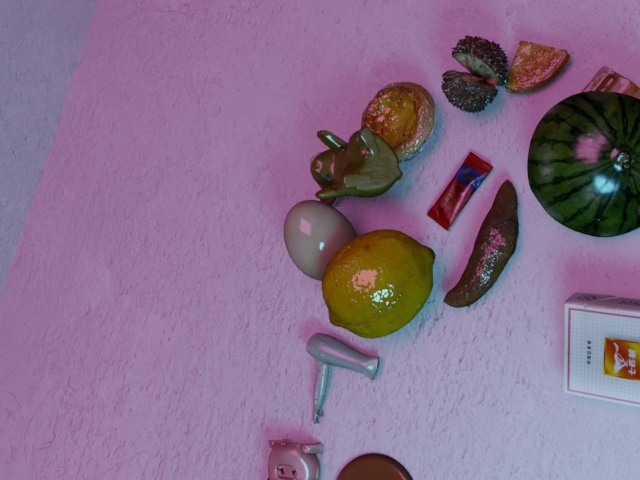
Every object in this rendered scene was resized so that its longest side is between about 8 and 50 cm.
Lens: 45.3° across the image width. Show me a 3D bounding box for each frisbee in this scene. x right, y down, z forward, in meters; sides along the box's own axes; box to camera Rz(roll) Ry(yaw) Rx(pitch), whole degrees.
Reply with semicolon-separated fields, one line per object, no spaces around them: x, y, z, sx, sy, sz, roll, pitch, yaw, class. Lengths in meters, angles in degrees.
0.132;0.655;1.896;0.251;0.021;0.251;-9;73;32;frisbee

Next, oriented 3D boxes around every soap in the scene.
0.641;-0.274;1.785;0.233;0.076;0.135;-52;56;12;soap

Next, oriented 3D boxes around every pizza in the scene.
0.537;-0.440;1.920;0.175;0.046;0.134;-18;69;28;pizza

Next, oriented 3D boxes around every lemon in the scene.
0.147;0.104;1.899;0.310;0.258;0.258;-37;59;13;lemon

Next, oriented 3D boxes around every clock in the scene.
-0.075;0.607;2.006;0.166;0.093;0.162;-4;78;32;clock

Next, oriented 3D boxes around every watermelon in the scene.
0.605;-0.167;1.654;0.330;0.189;0.331;-1;88;19;watermelon

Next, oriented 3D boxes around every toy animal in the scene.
0.046;-0.185;2.049;0.363;0.180;0.181;-3;77;51;toy animal

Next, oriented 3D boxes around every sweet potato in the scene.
0.411;0.016;1.847;0.114;0.092;0.341;25;91;53;sweet potato

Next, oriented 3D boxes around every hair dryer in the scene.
0.037;0.382;2.022;0.206;0.075;0.237;20;96;30;hair dryer

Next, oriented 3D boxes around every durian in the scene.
0.388;-0.420;1.937;0.167;0.196;0.196;41;102;6;durian

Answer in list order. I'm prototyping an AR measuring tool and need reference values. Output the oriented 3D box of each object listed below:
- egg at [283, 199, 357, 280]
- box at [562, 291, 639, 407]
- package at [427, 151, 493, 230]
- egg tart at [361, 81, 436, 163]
0.000;0.000;2.045;0.186;0.242;0.186;-30;20;13;egg
0.669;0.232;1.565;0.330;0.095;0.210;5;104;33;box
0.355;-0.126;1.968;0.083;0.022;0.200;41;102;35;package
0.216;-0.314;2.071;0.234;0.094;0.234;-10;74;35;egg tart
